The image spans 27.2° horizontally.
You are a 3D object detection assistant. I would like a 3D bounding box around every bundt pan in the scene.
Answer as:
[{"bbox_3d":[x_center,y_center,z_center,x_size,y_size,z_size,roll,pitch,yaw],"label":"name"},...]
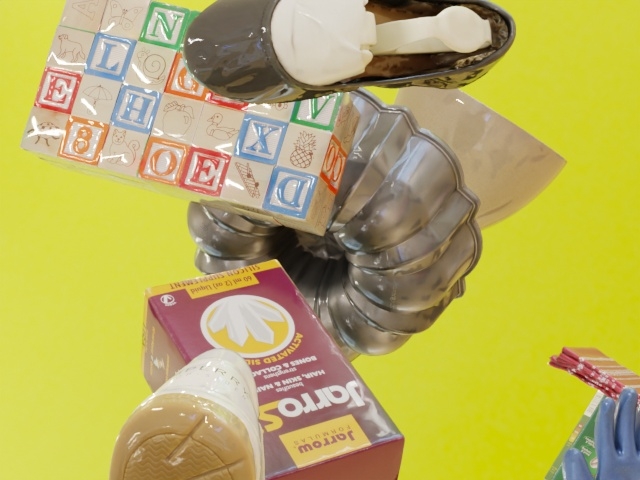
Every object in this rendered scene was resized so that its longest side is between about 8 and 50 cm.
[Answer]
[{"bbox_3d":[0.000,0.000,1.406,0.331,0.331,0.124,-58,0,42],"label":"bundt pan"}]

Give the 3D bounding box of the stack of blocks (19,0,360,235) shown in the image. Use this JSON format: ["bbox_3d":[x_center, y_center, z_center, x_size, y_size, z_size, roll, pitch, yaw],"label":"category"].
[{"bbox_3d":[-0.119,-0.127,1.274,0.087,0.297,0.171,40,-114,-74],"label":"stack of blocks"}]

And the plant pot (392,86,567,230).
[{"bbox_3d":[0.209,-0.115,2.031,0.191,0.284,0.284,-58,-2,5],"label":"plant pot"}]

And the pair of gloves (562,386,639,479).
[{"bbox_3d":[0.268,0.192,0.991,0.023,0.198,0.159,179,96,-71],"label":"pair of gloves"}]

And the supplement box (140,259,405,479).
[{"bbox_3d":[-0.037,0.106,0.872,0.104,0.188,0.080,-13,-48,-25],"label":"supplement box"}]

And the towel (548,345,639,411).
[{"bbox_3d":[0.410,0.207,1.574,0.031,0.275,0.199,-60,-22,9],"label":"towel"}]

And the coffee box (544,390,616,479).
[{"bbox_3d":[0.454,0.338,2.127,0.184,0.113,0.040,-59,10,-3],"label":"coffee box"}]

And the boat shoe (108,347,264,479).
[{"bbox_3d":[-0.075,0.184,0.723,0.096,0.098,0.277,-62,-10,-63],"label":"boat shoe"}]

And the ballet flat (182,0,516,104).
[{"bbox_3d":[0.034,-0.161,1.010,0.280,0.095,0.096,-9,0,-32],"label":"ballet flat"}]
